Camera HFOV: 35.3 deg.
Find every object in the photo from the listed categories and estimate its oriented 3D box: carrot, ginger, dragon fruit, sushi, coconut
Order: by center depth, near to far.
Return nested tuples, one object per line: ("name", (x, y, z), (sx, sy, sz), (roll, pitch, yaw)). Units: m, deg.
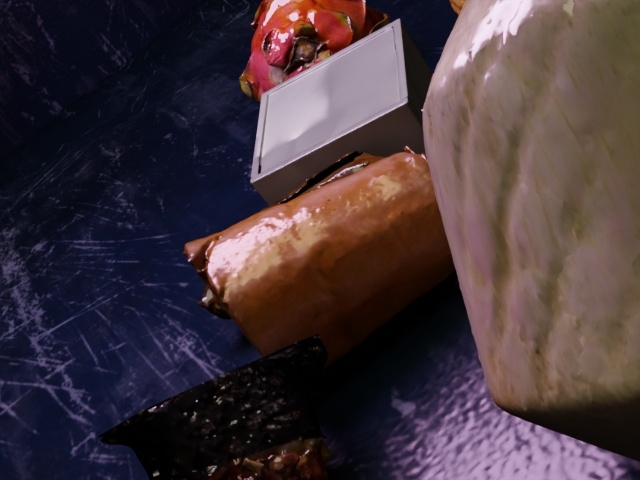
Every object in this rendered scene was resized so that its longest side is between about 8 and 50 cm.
("coconut", (0.255, -0.026, 0.643), (0.344, 0.415, 0.415), (-20, 30, 18))
("sushi", (-0.071, 0.196, 0.874), (0.153, 0.151, 0.172), (-32, -11, 34))
("carrot", (0.013, 0.015, 1.039), (0.254, 0.196, 0.196), (-34, 26, -5))
("ginger", (0.000, -0.013, 1.189), (0.309, 0.107, 0.133), (-29, 55, 15))
("dragon fruit", (-0.003, -0.284, 1.504), (0.224, 0.224, 0.227), (-19, 32, 31))

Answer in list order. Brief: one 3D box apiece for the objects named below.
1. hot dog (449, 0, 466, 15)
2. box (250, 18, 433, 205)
("hot dog", (0.300, -0.355, 1.176), (0.388, 0.267, 0.174), (-57, 3, -23))
("box", (0.041, -0.145, 1.318), (0.224, 0.117, 0.225), (-26, 33, 20))
